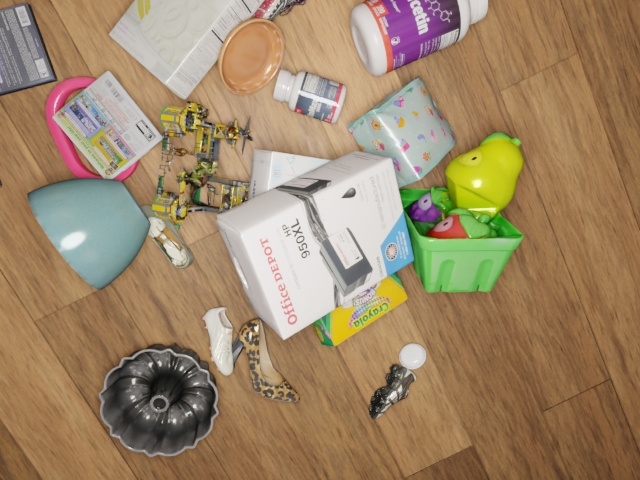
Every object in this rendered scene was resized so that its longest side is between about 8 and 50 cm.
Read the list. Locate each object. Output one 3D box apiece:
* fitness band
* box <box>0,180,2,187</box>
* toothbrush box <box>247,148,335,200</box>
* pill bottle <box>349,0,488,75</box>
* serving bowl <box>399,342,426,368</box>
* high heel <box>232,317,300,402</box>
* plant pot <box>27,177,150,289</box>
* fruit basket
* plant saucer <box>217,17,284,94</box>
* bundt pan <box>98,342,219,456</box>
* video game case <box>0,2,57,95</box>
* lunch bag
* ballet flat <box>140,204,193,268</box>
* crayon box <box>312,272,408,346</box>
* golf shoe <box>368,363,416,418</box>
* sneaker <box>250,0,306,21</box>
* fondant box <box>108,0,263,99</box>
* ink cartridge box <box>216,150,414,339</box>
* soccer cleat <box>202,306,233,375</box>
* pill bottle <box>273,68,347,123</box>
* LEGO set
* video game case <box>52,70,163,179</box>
[{"bbox_3d":[-0.604,-0.291,1.224,0.209,0.054,0.290,-20,100,2],"label":"fitness band"},{"bbox_3d":[-0.960,-0.198,1.191,0.156,0.093,0.158,-14,99,-2],"label":"box"},{"bbox_3d":[-0.034,-0.113,1.199,0.296,0.126,0.216,4,101,-31],"label":"toothbrush box"},{"bbox_3d":[0.249,-0.565,1.168,0.323,0.181,0.181,-24,101,0],"label":"pill bottle"},{"bbox_3d":[0.282,0.354,1.409,0.083,0.027,0.083,-1,99,-4],"label":"serving bowl"},{"bbox_3d":[-0.142,0.356,1.342,0.261,0.093,0.186,31,103,0],"label":"high heel"},{"bbox_3d":[-0.559,-0.047,1.167,0.195,0.290,0.290,-34,101,-14],"label":"plant pot"},{"bbox_3d":[0.352,-0.094,1.164,0.283,0.392,0.392,0,100,-4],"label":"fruit basket"},{"bbox_3d":[-0.180,-0.472,1.165,0.037,0.200,0.200,44,95,24],"label":"plant saucer"},{"bbox_3d":[-0.451,0.446,1.324,0.331,0.124,0.330,-1,99,-4],"label":"bundt pan"},{"bbox_3d":[-0.855,-0.479,1.184,0.274,0.026,0.196,-15,101,0],"label":"video game case"},{"bbox_3d":[0.238,-0.294,1.225,0.262,0.160,0.223,-42,102,-30],"label":"lunch bag"},{"bbox_3d":[-0.435,-0.011,1.273,0.072,0.068,0.213,-37,100,4],"label":"ballet flat"},{"bbox_3d":[0.094,0.153,1.269,0.278,0.081,0.165,-27,95,-27],"label":"crayon box"},{"bbox_3d":[0.224,0.478,1.403,0.094,0.077,0.198,24,107,-20],"label":"golf shoe"},{"bbox_3d":[-0.092,-0.636,1.173,0.299,0.112,0.121,-42,59,14],"label":"sneaker"},{"bbox_3d":[-0.330,-0.556,1.126,0.238,0.096,0.330,42,94,17],"label":"fondant box"},{"bbox_3d":[0.000,0.000,1.074,0.395,0.166,0.285,-29,118,-21],"label":"ink cartridge box"},{"bbox_3d":[-0.281,0.288,1.311,0.076,0.068,0.196,-22,78,15],"label":"soccer cleat"},{"bbox_3d":[-0.030,-0.388,1.217,0.180,0.108,0.108,16,98,-6],"label":"pill bottle"},{"bbox_3d":[-0.273,-0.181,1.160,0.192,0.255,0.331,11,91,17],"label":"LEGO set"},{"bbox_3d":[-0.550,-0.293,1.186,0.193,0.023,0.212,-36,101,5],"label":"video game case"}]
